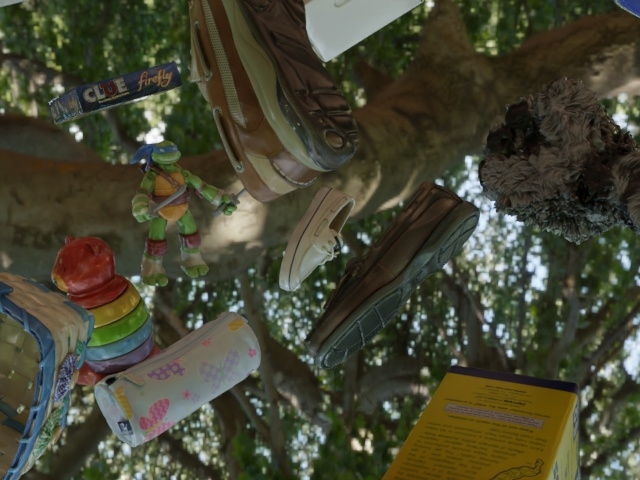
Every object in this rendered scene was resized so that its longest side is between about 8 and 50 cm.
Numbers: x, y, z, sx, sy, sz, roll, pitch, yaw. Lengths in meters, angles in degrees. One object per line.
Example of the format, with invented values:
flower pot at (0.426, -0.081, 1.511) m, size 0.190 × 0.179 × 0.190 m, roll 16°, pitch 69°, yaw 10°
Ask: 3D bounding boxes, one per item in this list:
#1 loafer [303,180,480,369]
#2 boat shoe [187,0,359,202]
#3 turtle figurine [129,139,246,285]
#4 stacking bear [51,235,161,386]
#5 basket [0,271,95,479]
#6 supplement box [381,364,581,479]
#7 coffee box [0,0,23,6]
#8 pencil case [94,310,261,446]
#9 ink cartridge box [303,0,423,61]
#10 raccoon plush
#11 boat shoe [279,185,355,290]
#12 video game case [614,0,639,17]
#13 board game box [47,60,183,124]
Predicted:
loafer at (0.072, 0.037, 0.924) m, size 0.267 × 0.096 × 0.084 m, roll -42°, pitch -115°, yaw -14°
boat shoe at (-0.078, -0.181, 0.746) m, size 0.122 × 0.120 × 0.324 m, roll 14°, pitch -133°, yaw -48°
turtle figurine at (-0.255, -0.037, 1.468) m, size 0.274 × 0.266 × 0.198 m, roll 15°, pitch -152°, yaw 17°
stacking bear at (-0.415, 0.129, 1.478) m, size 0.164 × 0.289 × 0.175 m, roll -30°, pitch -151°, yaw -32°
basket at (-0.385, 0.153, 0.831) m, size 0.201 × 0.255 × 0.289 m, roll 26°, pitch -163°, yaw 18°
supplement box at (0.213, 0.351, 1.032) m, size 0.195 × 0.194 × 0.356 m, roll 4°, pitch -153°, yaw 29°
coffee box at (-0.253, -0.300, 0.548) m, size 0.098 × 0.247 × 0.141 m, roll -15°, pitch -151°, yaw -3°
pencil case at (-0.229, 0.219, 1.274) m, size 0.273 × 0.124 × 0.113 m, roll -27°, pitch -160°, yaw -34°
ink cartridge box at (0.042, -0.471, 1.402) m, size 0.207 × 0.117 × 0.283 m, roll -29°, pitch -142°, yaw 14°
raccoon plush at (0.422, -0.034, 1.146) m, size 0.299 × 0.216 × 0.446 m, roll 30°, pitch -156°, yaw -38°
boat shoe at (0.000, 0.000, 0.616) m, size 0.035 × 0.035 × 0.100 m, roll 17°, pitch -126°, yaw 17°
video game case at (0.471, -0.466, 1.056) m, size 0.061 × 0.269 × 0.244 m, roll 25°, pitch -147°, yaw -13°
board game box at (-0.344, -0.241, 1.289) m, size 0.165 × 0.042 × 0.243 m, roll -22°, pitch -166°, yaw -26°
